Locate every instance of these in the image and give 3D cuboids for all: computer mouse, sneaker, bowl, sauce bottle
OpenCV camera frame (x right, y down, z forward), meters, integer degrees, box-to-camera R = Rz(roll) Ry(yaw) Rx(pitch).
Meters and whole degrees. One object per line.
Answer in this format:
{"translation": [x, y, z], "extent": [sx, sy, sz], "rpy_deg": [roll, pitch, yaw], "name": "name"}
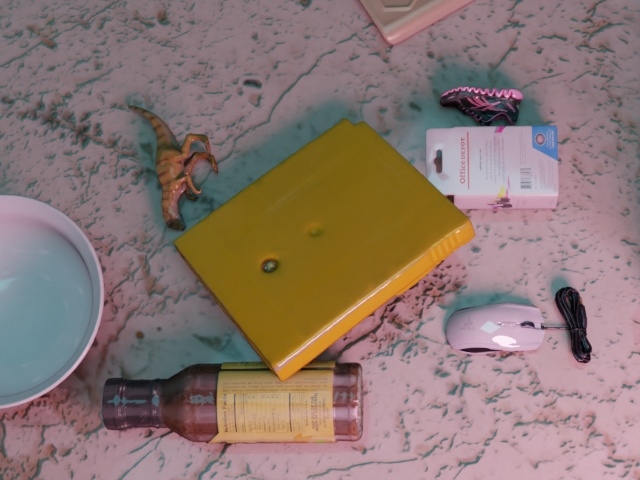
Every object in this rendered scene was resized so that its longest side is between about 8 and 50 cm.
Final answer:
{"translation": [0.265, 0.118, 1.734], "extent": [0.193, 0.042, 0.106], "rpy_deg": [-4, 74, 4], "name": "computer mouse"}
{"translation": [0.228, -0.188, 1.832], "extent": [0.119, 0.047, 0.057], "rpy_deg": [3, 85, 7], "name": "sneaker"}
{"translation": [-0.426, 0.095, 1.757], "extent": [0.298, 0.134, 0.297], "rpy_deg": [-2, 74, 5], "name": "bowl"}
{"translation": [-0.115, 0.214, 1.707], "extent": [0.344, 0.111, 0.111], "rpy_deg": [0, 73, 7], "name": "sauce bottle"}

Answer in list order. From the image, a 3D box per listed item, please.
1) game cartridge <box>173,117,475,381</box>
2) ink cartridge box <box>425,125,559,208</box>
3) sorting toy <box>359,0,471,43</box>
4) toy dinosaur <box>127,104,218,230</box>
{"translation": [0.000, 0.000, 1.740], "extent": [0.324, 0.052, 0.285], "rpy_deg": [-35, 51, -9], "name": "game cartridge"}
{"translation": [0.237, -0.101, 1.792], "extent": [0.181, 0.061, 0.104], "rpy_deg": [0, 73, 5], "name": "ink cartridge box"}
{"translation": [0.130, -0.416, 1.912], "extent": [0.193, 0.038, 0.208], "rpy_deg": [-30, 78, -4], "name": "sorting toy"}
{"translation": [-0.211, -0.123, 1.839], "extent": [0.112, 0.064, 0.211], "rpy_deg": [-14, 72, 2], "name": "toy dinosaur"}
